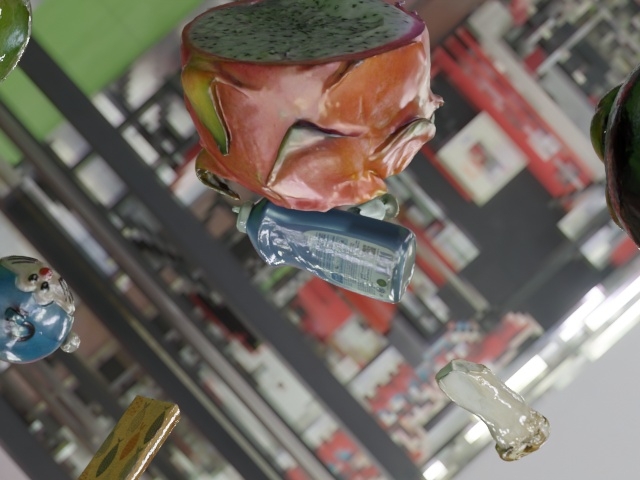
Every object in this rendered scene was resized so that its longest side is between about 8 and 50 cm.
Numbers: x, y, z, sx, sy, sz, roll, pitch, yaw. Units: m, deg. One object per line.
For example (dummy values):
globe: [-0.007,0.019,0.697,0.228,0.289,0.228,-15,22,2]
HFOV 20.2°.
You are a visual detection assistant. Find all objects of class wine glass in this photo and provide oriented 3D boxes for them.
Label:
wine glass: [0.070,-0.038,2.517,0.083,0.039,0.042,-21,177,-45]

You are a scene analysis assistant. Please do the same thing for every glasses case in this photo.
glasses case: [-0.247,0.276,2.310,0.170,0.064,0.041,-56,145,-39]

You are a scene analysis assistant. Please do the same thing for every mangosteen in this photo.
mangosteen: [0.391,-0.068,1.758,0.287,0.287,0.233,-45,-150,40]

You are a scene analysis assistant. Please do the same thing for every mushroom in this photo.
mushroom: [0.229,0.225,2.455,0.084,0.209,0.071,-34,-146,20]

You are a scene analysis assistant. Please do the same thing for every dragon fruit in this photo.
dragon fruit: [-0.005,-0.142,1.896,0.290,0.189,0.290,-5,-155,2]

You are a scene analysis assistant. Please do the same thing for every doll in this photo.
doll: [-0.241,0.053,1.447,0.085,0.114,0.152,-55,-175,1]

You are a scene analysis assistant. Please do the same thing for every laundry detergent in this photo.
laundry detergent: [-0.001,0.001,1.958,0.097,0.206,0.061,93,18,-51]

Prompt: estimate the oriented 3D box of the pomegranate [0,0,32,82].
pomegranate: [-0.374,-0.195,1.630,0.225,0.187,0.187,-39,177,-9]
